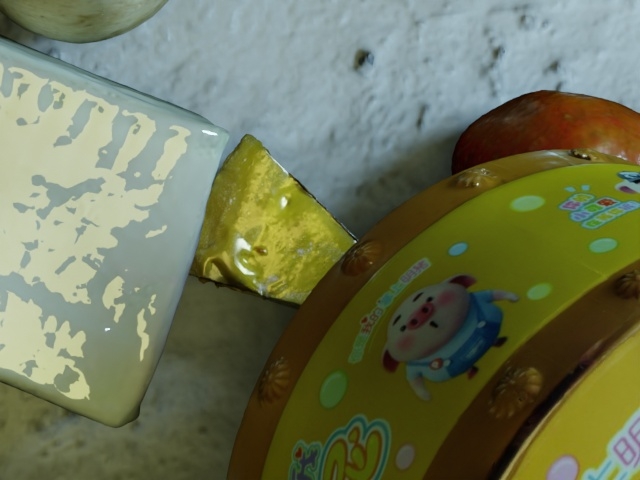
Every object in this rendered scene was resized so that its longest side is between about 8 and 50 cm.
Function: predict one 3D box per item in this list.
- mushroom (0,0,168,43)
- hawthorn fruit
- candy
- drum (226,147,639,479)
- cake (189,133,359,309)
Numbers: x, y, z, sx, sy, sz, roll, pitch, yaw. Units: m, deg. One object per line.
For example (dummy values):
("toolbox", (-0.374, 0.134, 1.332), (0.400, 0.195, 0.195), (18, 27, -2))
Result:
("mushroom", (-0.156, -0.253, 1.234), (0.195, 0.189, 0.254), (6, 90, -13))
("hawthorn fruit", (0.173, -0.024, 1.336), (0.169, 0.188, 0.169), (-2, 96, -18))
("candy", (-0.250, -0.041, 1.273), (0.358, 0.145, 0.208), (21, 93, -14))
("drum", (0.169, 0.166, 1.158), (0.431, 0.214, 0.431), (-12, 114, -30))
("cake", (0.000, 0.001, 1.376), (0.185, 0.080, 0.116), (12, 84, -3))
